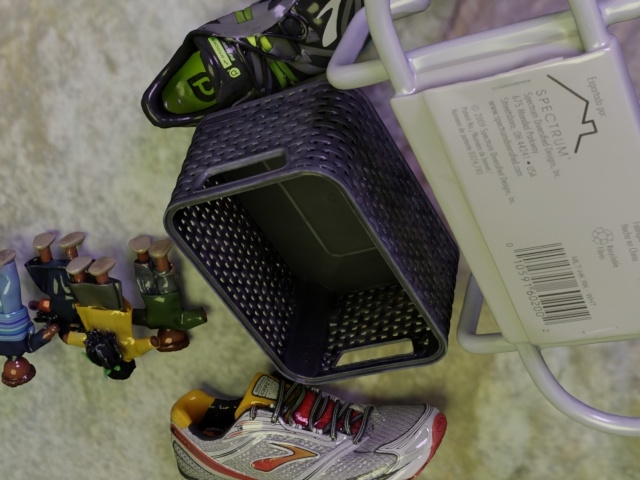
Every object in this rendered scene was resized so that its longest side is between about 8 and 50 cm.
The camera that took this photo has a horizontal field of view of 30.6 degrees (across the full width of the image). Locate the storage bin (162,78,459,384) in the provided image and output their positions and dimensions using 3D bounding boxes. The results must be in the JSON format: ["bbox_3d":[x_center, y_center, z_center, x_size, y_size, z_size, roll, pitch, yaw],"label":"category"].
[{"bbox_3d":[0.000,0.000,0.737,0.122,0.084,0.180,-13,131,27],"label":"storage bin"}]

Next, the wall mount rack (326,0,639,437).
[{"bbox_3d":[0.182,-0.058,0.630,0.304,0.130,0.350,-10,124,29],"label":"wall mount rack"}]

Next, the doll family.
[{"bbox_3d":[-0.184,0.058,0.885,0.193,0.076,0.111,6,122,24],"label":"doll family"}]

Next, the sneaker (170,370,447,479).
[{"bbox_3d":[-0.017,0.143,0.849,0.225,0.088,0.092,-10,110,25],"label":"sneaker"}]

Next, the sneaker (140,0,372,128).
[{"bbox_3d":[-0.036,-0.118,0.730,0.188,0.078,0.067,-27,99,29],"label":"sneaker"}]
